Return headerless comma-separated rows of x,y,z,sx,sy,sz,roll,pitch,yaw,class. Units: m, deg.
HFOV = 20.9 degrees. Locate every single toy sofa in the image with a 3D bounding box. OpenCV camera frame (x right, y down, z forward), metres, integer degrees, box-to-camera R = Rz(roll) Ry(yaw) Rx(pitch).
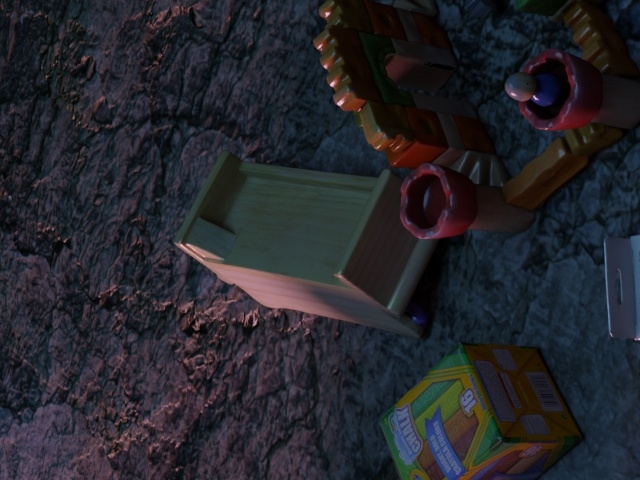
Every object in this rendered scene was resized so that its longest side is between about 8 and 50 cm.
0.000,0.000,2.210,0.362,0.177,0.150,9,68,51,toy sofa

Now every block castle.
0.152,-0.250,1.979,0.303,0.212,0.453,-44,55,39,block castle

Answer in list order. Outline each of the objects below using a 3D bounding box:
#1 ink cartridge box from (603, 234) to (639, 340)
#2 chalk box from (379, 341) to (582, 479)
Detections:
0.363,0.047,1.714,0.061,0.181,0.104,-12,77,49,ink cartridge box
0.164,0.228,1.972,0.213,0.132,0.132,-49,51,35,chalk box
